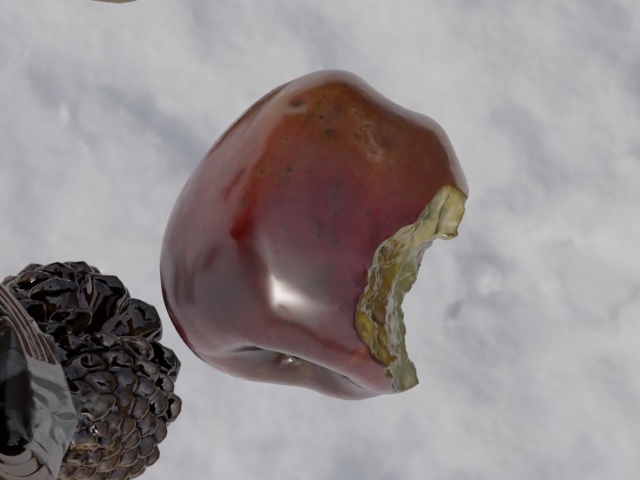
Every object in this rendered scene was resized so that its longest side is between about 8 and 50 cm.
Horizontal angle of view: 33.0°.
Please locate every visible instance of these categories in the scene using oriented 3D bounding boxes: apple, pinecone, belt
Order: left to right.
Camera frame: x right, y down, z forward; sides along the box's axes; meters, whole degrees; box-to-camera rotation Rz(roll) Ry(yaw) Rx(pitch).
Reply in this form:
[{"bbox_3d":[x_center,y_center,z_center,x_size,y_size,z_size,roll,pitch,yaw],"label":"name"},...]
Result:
[{"bbox_3d":[-0.296,0.126,0.883,0.105,0.261,0.184,-38,122,8],"label":"belt"},{"bbox_3d":[-0.272,0.140,1.138,0.246,0.292,0.246,-6,114,-13],"label":"pinecone"},{"bbox_3d":[-0.006,-0.005,0.571,0.147,0.156,0.158,15,72,-3],"label":"apple"}]

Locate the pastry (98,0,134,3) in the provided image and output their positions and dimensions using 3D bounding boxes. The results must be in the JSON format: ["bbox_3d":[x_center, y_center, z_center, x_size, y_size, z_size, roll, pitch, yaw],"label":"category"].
[{"bbox_3d":[-0.264,-0.367,1.121,0.310,0.162,0.255,7,44,2],"label":"pastry"}]
